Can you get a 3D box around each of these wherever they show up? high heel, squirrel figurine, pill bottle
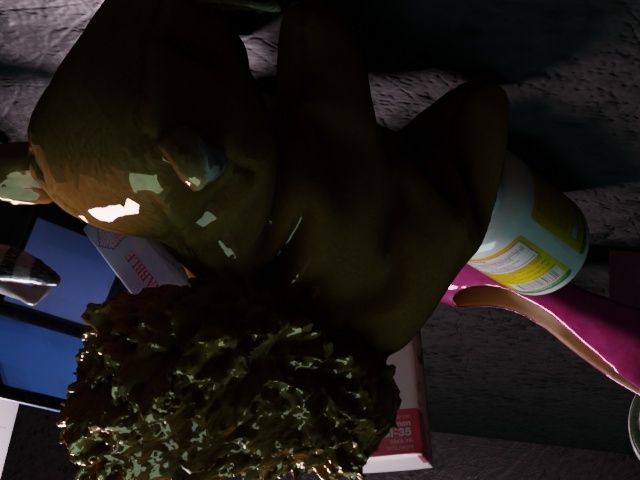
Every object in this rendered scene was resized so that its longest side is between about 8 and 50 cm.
[{"bbox_3d":[0.260,0.104,1.292,0.377,0.182,0.127,-1,162,28],"label":"high heel"},{"bbox_3d":[-0.059,0.007,0.742,0.280,0.397,0.370,5,173,27],"label":"squirrel figurine"},{"bbox_3d":[0.179,-0.026,1.006,0.117,0.118,0.208,-5,160,38],"label":"pill bottle"}]

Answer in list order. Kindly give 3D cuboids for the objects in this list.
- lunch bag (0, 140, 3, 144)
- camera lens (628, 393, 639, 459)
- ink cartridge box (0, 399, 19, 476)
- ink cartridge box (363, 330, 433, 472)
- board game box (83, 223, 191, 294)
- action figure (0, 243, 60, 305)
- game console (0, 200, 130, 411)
[{"bbox_3d":[-0.516,-0.083,1.170,0.303,0.115,0.243,13,158,-21],"label":"lunch bag"},{"bbox_3d":[0.723,0.356,1.854,0.219,0.220,0.274,-8,157,44],"label":"camera lens"},{"bbox_3d":[-0.699,0.231,1.830,0.285,0.395,0.166,0,160,25],"label":"ink cartridge box"},{"bbox_3d":[0.091,0.192,1.484,0.117,0.283,0.207,-7,161,9],"label":"ink cartridge box"},{"bbox_3d":[-0.144,0.112,1.392,0.318,0.066,0.318,47,-176,31],"label":"board game box"},{"bbox_3d":[-0.426,-0.044,0.982,0.330,0.179,0.341,0,140,-20],"label":"action figure"},{"bbox_3d":[-0.339,0.101,1.393,0.173,0.250,0.293,17,173,42],"label":"game console"}]
